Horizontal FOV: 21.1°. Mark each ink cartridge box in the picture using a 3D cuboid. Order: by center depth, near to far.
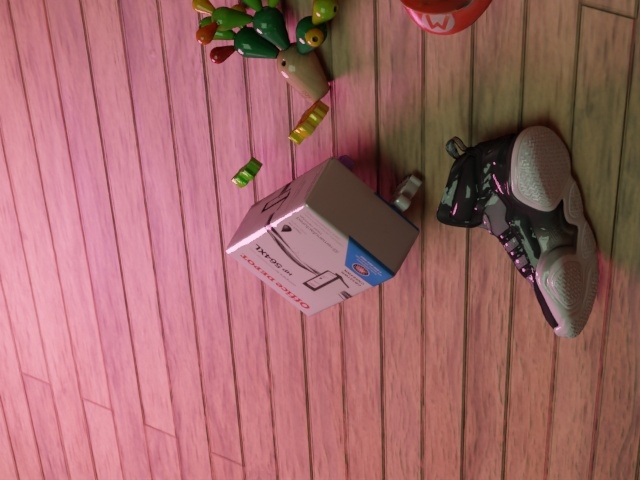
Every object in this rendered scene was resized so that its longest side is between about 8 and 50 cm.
[{"bbox_3d":[0.000,0.000,2.119,0.148,0.086,0.203,39,147,-15],"label":"ink cartridge box"}]

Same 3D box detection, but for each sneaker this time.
[{"bbox_3d":[0.228,-0.011,2.004,0.153,0.101,0.268,3,121,37],"label":"sneaker"}]

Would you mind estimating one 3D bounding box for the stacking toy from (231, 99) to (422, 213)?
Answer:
[{"bbox_3d":[0.005,-0.074,2.142,0.167,0.052,0.221,37,147,-12],"label":"stacking toy"}]

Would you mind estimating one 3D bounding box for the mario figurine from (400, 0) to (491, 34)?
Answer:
[{"bbox_3d":[0.121,-0.349,1.716,0.198,0.170,0.320,-131,32,-50],"label":"mario figurine"}]

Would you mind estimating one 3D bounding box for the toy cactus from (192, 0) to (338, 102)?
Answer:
[{"bbox_3d":[-0.049,-0.235,2.025,0.219,0.112,0.180,-13,127,35],"label":"toy cactus"}]
